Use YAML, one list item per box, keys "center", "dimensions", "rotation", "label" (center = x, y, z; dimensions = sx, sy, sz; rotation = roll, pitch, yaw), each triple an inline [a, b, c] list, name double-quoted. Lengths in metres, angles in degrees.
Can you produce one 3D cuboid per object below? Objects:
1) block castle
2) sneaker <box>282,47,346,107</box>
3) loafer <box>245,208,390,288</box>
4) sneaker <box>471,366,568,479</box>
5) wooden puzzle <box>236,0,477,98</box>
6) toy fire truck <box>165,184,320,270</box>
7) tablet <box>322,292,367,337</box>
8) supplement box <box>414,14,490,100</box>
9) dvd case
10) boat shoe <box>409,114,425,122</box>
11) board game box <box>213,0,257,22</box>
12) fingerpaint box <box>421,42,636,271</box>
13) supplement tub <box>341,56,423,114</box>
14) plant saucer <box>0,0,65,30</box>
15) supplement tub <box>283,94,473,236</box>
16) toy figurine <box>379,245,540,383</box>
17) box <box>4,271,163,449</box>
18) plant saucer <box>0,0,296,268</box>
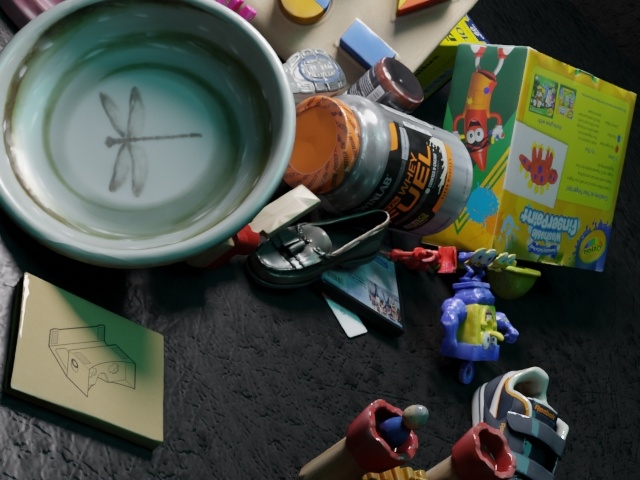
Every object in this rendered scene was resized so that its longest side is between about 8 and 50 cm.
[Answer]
- center: [0.173, 0.429, 1.457]
  dimensions: [0.303, 0.213, 0.453]
  rotation: [20, 42, -41]
  label: "block castle"
- center: [-0.097, -0.230, 1.937]
  dimensions: [0.297, 0.129, 0.111]
  rotation: [-9, 64, -35]
  label: "sneaker"
- center: [0.000, 0.000, 1.786]
  dimensions: [0.267, 0.084, 0.096]
  rotation: [-15, 57, -45]
  label: "loafer"
- center: [0.309, 0.326, 1.841]
  dimensions: [0.126, 0.127, 0.321]
  rotation: [35, 35, -27]
  label: "sneaker"
- center: [0.071, -0.433, 2.114]
  dimensions: [0.322, 0.348, 0.080]
  rotation: [41, 4, 0]
  label: "wooden puzzle"
- center: [-0.137, -0.071, 1.683]
  dimensions: [0.246, 0.158, 0.217]
  rotation: [15, 43, -62]
  label: "toy fire truck"
- center: [0.037, 0.111, 1.833]
  dimensions: [0.054, 0.006, 0.083]
  rotation: [-10, 64, -56]
  label: "tablet"
- center: [0.149, -0.405, 2.365]
  dimensions: [0.194, 0.195, 0.356]
  rotation: [57, 31, 12]
  label: "supplement box"
- center: [0.057, 0.026, 1.931]
  dimensions: [0.180, 0.022, 0.253]
  rotation: [33, 32, -28]
  label: "dvd case"
- center: [0.197, -0.178, 2.262]
  dimensions: [0.320, 0.118, 0.103]
  rotation: [14, 47, -35]
  label: "boat shoe"
- center: [-0.307, -0.517, 1.882]
  dimensions: [0.390, 0.050, 0.390]
  rotation: [29, 19, -45]
  label: "board game box"
- center: [0.402, -0.144, 2.247]
  dimensions: [0.444, 0.163, 0.371]
  rotation: [7, 94, -51]
  label: "fingerpaint box"
- center: [0.079, -0.221, 2.065]
  dimensions: [0.106, 0.198, 0.106]
  rotation: [32, 35, -26]
  label: "supplement tub"
- center: [-0.353, -0.389, 1.792]
  dimensions: [0.332, 0.084, 0.332]
  rotation: [33, 34, -26]
  label: "plant saucer"
- center: [0.088, -0.123, 1.927]
  dimensions: [0.316, 0.193, 0.194]
  rotation: [13, 46, -47]
  label: "supplement tub"
- center: [0.240, 0.132, 2.000]
  dimensions: [0.362, 0.191, 0.217]
  rotation: [12, 79, -61]
  label: "toy figurine"
- center: [-0.268, 0.142, 1.378]
  dimensions: [0.201, 0.021, 0.164]
  rotation: [30, 36, -33]
  label: "box"
- center: [-0.232, -0.137, 1.518]
  dimensions: [0.400, 0.100, 0.401]
  rotation: [1, 67, -2]
  label: "plant saucer"
